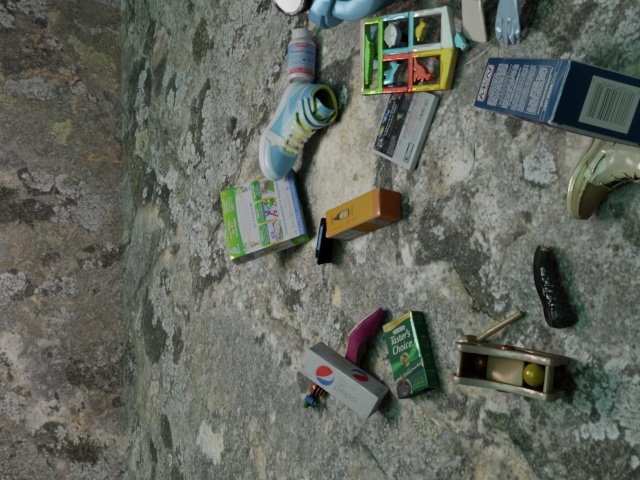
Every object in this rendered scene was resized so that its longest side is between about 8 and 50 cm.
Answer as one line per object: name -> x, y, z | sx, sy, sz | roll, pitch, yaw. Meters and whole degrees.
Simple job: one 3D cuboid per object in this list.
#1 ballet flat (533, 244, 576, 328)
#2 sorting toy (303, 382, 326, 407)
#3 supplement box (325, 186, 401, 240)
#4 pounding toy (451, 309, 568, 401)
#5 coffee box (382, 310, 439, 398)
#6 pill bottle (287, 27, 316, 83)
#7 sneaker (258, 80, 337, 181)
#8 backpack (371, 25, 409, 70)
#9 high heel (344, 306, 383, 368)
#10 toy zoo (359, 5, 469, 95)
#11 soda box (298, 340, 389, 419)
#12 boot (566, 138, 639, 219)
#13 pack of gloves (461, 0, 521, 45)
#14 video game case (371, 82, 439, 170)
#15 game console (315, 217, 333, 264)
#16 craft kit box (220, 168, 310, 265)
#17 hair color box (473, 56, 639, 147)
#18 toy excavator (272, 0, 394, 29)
ballet flat -> 0.444, 0.089, 1.346 | 0.057, 0.049, 0.173 | 93, 172, -64
sorting toy -> -0.012, 0.432, 1.928 | 0.042, 0.061, 0.101 | 31, 121, 17
supplement box -> 0.107, -0.065, 1.824 | 0.233, 0.080, 0.078 | -21, 66, 50
pounding toy -> 0.346, 0.210, 1.352 | 0.270, 0.154, 0.154 | 3, 86, 55
coffee box -> 0.209, 0.268, 1.639 | 0.113, 0.041, 0.184 | -36, 55, 47
pill bottle -> -0.058, -0.563, 2.153 | 0.087, 0.087, 0.160 | -10, 76, 54
sneaker -> -0.061, -0.322, 2.045 | 0.208, 0.127, 0.318 | 12, 83, 55
backpack -> 0.162, -0.500, 1.825 | 0.105, 0.084, 0.114 | 54, 129, 48
high heel -> 0.110, 0.285, 1.776 | 0.117, 0.082, 0.244 | 42, 106, 12
toy zoo -> 0.222, -0.455, 1.697 | 0.293, 0.030, 0.192 | 6, 99, 39
soda box -> 0.055, 0.344, 1.736 | 0.216, 0.069, 0.073 | 33, 113, 21
boot -> 0.534, -0.110, 1.215 | 0.165, 0.077, 0.213 | 41, 114, 49
pack of gloves -> 0.373, -0.541, 1.507 | 0.195, 0.046, 0.232 | 42, 150, 54
video game case -> 0.211, -0.291, 1.768 | 0.173, 0.022, 0.190 | 37, 115, 51
game console -> 0.000, 0.000, 1.965 | 0.107, 0.071, 0.122 | 21, 104, 55
craft kit box -> -0.172, -0.076, 2.134 | 0.247, 0.061, 0.249 | -17, 62, 10
hair color box -> 0.416, -0.248, 1.221 | 0.347, 0.174, 0.105 | -113, 37, -73
toy excavator -> 0.159, -0.668, 1.704 | 0.445, 0.222, 0.432 | 35, 132, 10
